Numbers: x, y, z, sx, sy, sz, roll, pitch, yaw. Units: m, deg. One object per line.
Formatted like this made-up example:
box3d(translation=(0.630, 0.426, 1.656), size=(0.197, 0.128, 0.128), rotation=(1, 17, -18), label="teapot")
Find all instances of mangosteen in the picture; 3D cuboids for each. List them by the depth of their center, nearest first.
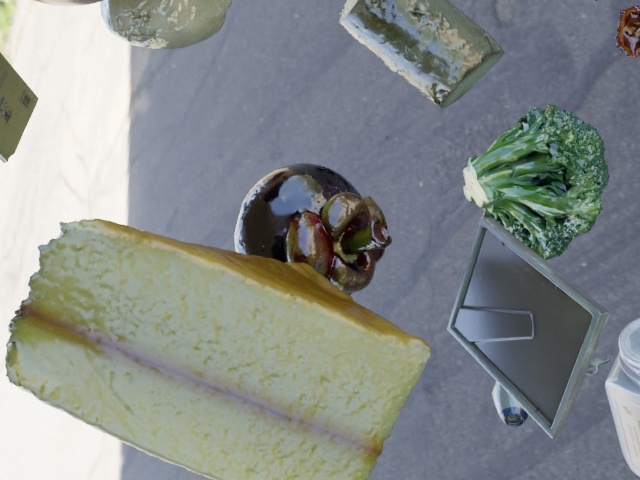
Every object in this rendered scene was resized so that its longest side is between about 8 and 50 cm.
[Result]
box3d(translation=(0.000, 0.000, 1.136), size=(0.250, 0.211, 0.212), rotation=(5, 90, 48), label="mangosteen")

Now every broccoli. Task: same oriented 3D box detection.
box3d(translation=(0.378, -0.107, 1.465), size=(0.295, 0.245, 0.265), rotation=(85, 170, -49), label="broccoli")

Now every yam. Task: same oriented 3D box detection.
box3d(translation=(0.178, -0.368, 1.485), size=(0.168, 0.304, 0.168), rotation=(-49, 11, 13), label="yam")

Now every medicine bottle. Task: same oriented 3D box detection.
box3d(translation=(0.567, 0.270, 1.353), size=(0.179, 0.124, 0.324), rotation=(9, 135, 40), label="medicine bottle")

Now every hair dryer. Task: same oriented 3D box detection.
box3d(translation=(0.365, 0.202, 1.379), size=(0.199, 0.067, 0.167), rotation=(-38, 27, 17), label="hair dryer")

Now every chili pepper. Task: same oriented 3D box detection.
box3d(translation=(0.592, -0.370, 1.442), size=(0.065, 0.168, 0.088), rotation=(35, 131, 47), label="chili pepper")

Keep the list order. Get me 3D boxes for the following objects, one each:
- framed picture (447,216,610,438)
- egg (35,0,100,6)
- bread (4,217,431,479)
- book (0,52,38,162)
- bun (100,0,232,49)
box3d(translation=(0.208, 0.084, 0.871), size=(0.203, 0.015, 0.150), rotation=(49, 133, 53), label="framed picture")
box3d(translation=(-0.326, -0.487, 1.046), size=(0.301, 0.301, 0.374), rotation=(6, 88, 63), label="egg")
box3d(translation=(-0.119, 0.134, 0.865), size=(0.245, 0.361, 0.233), rotation=(33, 101, 46), label="bread")
box3d(translation=(-0.612, -0.266, 1.561), size=(0.192, 0.013, 0.168), rotation=(63, -146, -53), label="book")
box3d(translation=(-0.250, -0.409, 1.354), size=(0.134, 0.220, 0.220), rotation=(97, 158, -44), label="bun")
